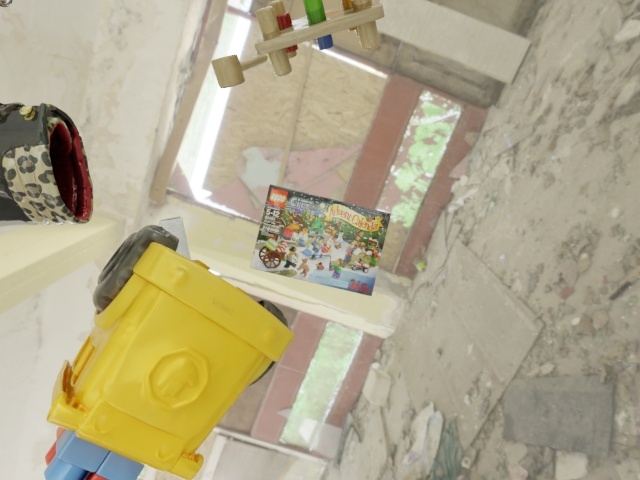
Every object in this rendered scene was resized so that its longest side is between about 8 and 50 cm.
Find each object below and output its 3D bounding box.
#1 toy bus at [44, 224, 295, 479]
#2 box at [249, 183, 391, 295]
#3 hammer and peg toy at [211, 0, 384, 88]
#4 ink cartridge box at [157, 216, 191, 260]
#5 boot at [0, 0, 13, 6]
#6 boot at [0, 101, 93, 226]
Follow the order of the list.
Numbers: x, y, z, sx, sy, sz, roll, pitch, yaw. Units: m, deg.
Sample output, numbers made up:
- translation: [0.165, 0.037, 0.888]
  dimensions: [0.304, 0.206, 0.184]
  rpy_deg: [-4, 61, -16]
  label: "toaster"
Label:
- translation: [-0.156, 0.113, 0.367]
  dimensions: [0.220, 0.149, 0.212]
  rpy_deg: [-2, 55, 60]
  label: "toy bus"
- translation: [0.000, 0.000, 0.782]
  dimensions: [0.044, 0.232, 0.159]
  rpy_deg: [-150, 73, -87]
  label: "box"
- translation: [-0.055, -0.451, 0.887]
  dimensions: [0.266, 0.360, 0.128]
  rpy_deg: [-87, -18, -56]
  label: "hammer and peg toy"
- translation: [-0.415, 0.101, 1.231]
  dimensions: [0.324, 0.071, 0.331]
  rpy_deg: [-178, 76, -67]
  label: "ink cartridge box"
- translation: [-0.658, -0.543, 0.917]
  dimensions: [0.106, 0.114, 0.037]
  rpy_deg: [-118, 21, -69]
  label: "boot"
- translation: [-0.291, -0.108, 0.318]
  dimensions: [0.085, 0.178, 0.237]
  rpy_deg: [-99, 5, -69]
  label: "boot"
